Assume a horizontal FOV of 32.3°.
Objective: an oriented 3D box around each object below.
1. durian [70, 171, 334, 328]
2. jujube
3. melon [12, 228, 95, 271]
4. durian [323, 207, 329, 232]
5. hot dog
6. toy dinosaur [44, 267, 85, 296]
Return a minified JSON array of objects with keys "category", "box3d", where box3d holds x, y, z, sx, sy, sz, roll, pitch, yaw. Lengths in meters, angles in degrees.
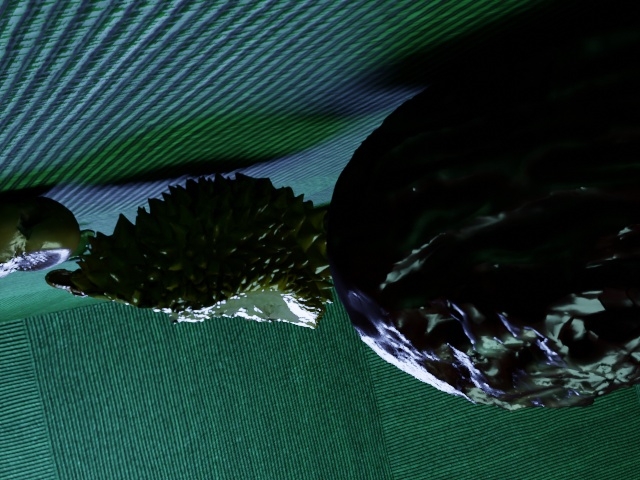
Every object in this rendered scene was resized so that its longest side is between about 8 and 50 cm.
[{"category":"durian","box3d":[-0.094,0.006,0.950,0.183,0.138,0.250,26,-164,32]},{"category":"jujube","box3d":[0.166,-0.017,0.692,0.258,0.258,0.377,-10,-179,-40]},{"category":"melon","box3d":[-0.328,0.012,1.049,0.262,0.053,0.114,-15,161,-48]},{"category":"durian","box3d":[0.000,0.000,1.607,0.189,0.091,0.148,-9,164,-12]},{"category":"hot dog","box3d":[-0.238,-0.004,0.867,0.090,0.060,0.140,-7,169,-21]},{"category":"toy dinosaur","box3d":[-0.167,0.038,1.576,0.432,0.097,0.208,-7,-176,-41]}]
